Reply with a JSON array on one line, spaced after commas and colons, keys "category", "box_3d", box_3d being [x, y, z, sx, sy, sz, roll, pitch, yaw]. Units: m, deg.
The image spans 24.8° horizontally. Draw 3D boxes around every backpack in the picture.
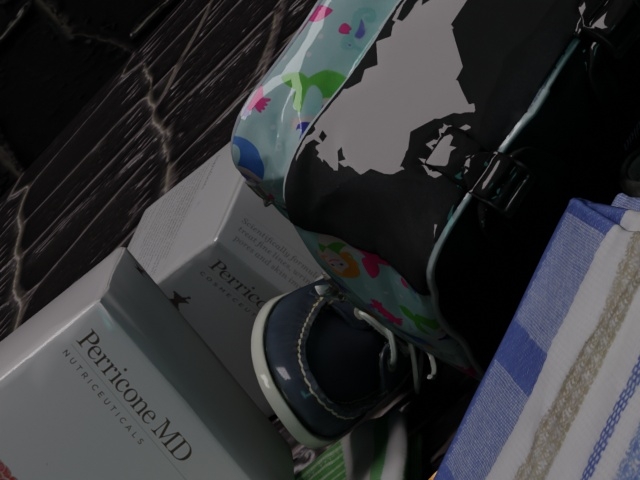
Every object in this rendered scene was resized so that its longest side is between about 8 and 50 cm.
[{"category": "backpack", "box_3d": [0.086, -0.048, 0.786, 0.191, 0.253, 0.225, 29, 81, 31]}]

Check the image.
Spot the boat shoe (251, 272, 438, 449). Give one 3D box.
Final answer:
[{"category": "boat shoe", "box_3d": [0.031, 0.057, 0.917, 0.079, 0.095, 0.254, -27, 0, 20]}]

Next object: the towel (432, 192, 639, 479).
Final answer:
[{"category": "towel", "box_3d": [0.068, 0.092, 0.364, 0.209, 0.034, 0.285, -64, 7, 5]}]

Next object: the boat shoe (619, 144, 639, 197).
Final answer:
[{"category": "boat shoe", "box_3d": [0.275, -0.082, 0.624, 0.335, 0.119, 0.121, -41, 21, 27]}]

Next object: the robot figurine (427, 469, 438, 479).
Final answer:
[{"category": "robot figurine", "box_3d": [0.078, 0.196, 0.548, 0.211, 0.085, 0.291, -46, 33, 1]}]

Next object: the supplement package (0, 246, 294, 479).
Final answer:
[{"category": "supplement package", "box_3d": [-0.179, 0.169, 0.851, 0.293, 0.177, 0.175, -39, 9, 3]}]

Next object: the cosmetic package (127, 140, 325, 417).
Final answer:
[{"category": "cosmetic package", "box_3d": [-0.054, 0.029, 1.123, 0.183, 0.151, 0.151, -35, 25, 42]}]

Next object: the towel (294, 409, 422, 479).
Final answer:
[{"category": "towel", "box_3d": [-0.078, 0.231, 0.823, 0.325, 0.038, 0.248, -36, 9, 10]}]
